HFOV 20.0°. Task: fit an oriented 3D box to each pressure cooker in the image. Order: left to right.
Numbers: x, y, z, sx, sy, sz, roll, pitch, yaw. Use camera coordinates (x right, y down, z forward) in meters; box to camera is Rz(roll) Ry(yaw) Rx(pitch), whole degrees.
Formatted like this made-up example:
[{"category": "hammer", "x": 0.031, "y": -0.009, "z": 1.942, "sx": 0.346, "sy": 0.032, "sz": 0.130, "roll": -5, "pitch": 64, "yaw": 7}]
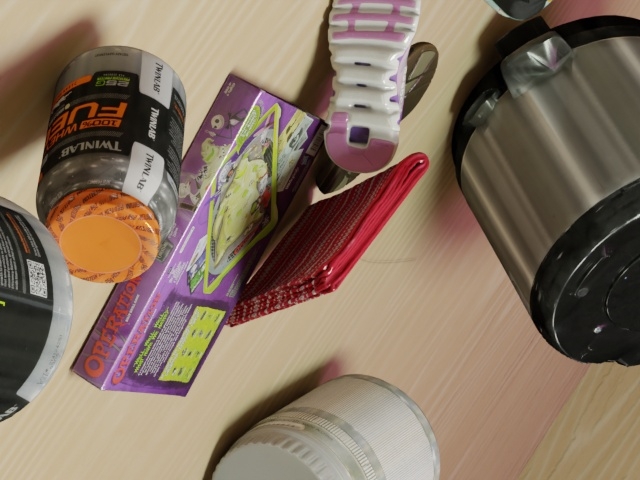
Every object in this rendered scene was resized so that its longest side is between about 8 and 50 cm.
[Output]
[{"category": "pressure cooker", "x": 0.373, "y": -0.092, "z": 2.411, "sx": 0.375, "sy": 0.420, "sz": 0.370, "roll": -3, "pitch": 135, "yaw": -25}]

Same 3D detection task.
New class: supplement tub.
[{"category": "supplement tub", "x": -0.327, "y": 0.033, "z": 1.304, "sx": 0.193, "sy": 0.193, "sz": 0.316, "roll": -60, "pitch": 159, "yaw": 1}, {"category": "supplement tub", "x": -0.173, "y": -0.063, "z": 1.513, "sx": 0.190, "sy": 0.117, "sz": 0.117, "roll": -90, "pitch": -174, "yaw": -46}]

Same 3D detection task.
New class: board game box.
[{"category": "board game box", "x": -0.120, "y": 0.003, "z": 1.923, "sx": 0.347, "sy": 0.056, "sz": 0.208, "roll": -61, "pitch": 163, "yaw": 4}]

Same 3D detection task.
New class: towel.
[{"category": "towel", "x": 0.000, "y": 0.000, "z": 2.001, "sx": 0.199, "sy": 0.031, "sz": 0.275, "roll": -51, "pitch": -166, "yaw": -27}]

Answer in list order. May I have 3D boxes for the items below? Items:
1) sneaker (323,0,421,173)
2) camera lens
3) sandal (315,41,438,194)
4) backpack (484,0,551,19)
[{"category": "sneaker", "x": 0.057, "y": -0.195, "z": 1.980, "sx": 0.104, "sy": 0.095, "sz": 0.236, "roll": -45, "pitch": 143, "yaw": -76}, {"category": "camera lens", "x": 0.011, "y": 0.309, "z": 2.367, "sx": 0.274, "sy": 0.219, "sz": 0.219, "roll": -25, "pitch": 140, "yaw": -55}, {"category": "sandal", "x": 0.054, "y": -0.148, "z": 2.103, "sx": 0.090, "sy": 0.060, "sz": 0.219, "roll": -14, "pitch": 145, "yaw": -54}, {"category": "backpack", "x": 0.210, "y": -0.335, "z": 1.865, "sx": 0.188, "sy": 0.166, "sz": 0.144, "roll": -50, "pitch": 180, "yaw": -18}]
